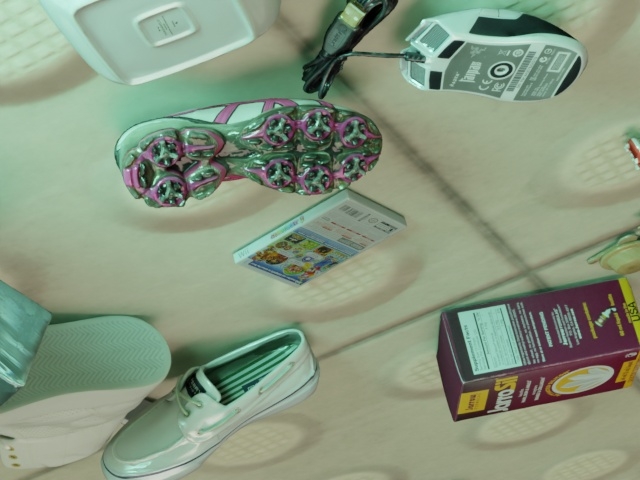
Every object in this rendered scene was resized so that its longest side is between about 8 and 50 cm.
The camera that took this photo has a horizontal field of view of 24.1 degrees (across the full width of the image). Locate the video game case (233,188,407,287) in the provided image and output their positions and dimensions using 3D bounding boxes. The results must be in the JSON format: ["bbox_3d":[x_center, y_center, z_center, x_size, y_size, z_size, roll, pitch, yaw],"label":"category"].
[{"bbox_3d":[0.000,0.000,1.257,0.122,0.011,0.087,-30,149,27],"label":"video game case"}]

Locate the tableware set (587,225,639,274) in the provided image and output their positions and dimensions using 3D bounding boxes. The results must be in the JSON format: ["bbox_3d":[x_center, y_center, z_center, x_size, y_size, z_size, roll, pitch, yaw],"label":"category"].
[{"bbox_3d":[0.341,0.003,1.408,0.169,0.020,0.141,8,147,-37],"label":"tableware set"}]

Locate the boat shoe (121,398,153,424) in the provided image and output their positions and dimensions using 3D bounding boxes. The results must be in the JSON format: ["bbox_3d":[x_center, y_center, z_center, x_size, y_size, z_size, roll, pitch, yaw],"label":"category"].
[{"bbox_3d":[-0.176,0.175,1.474,0.035,0.035,0.100,-33,153,26],"label":"boat shoe"}]

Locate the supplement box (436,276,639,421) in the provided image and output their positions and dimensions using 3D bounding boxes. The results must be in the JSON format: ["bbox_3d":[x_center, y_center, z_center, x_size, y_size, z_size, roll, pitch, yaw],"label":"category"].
[{"bbox_3d":[0.215,0.108,1.475,0.188,0.080,0.104,-11,152,-5],"label":"supplement box"}]

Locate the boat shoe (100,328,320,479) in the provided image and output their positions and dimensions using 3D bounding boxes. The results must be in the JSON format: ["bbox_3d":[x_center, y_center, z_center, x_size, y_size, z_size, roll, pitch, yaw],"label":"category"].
[{"bbox_3d":[-0.108,0.147,1.394,0.226,0.083,0.075,-31,140,-17],"label":"boat shoe"}]

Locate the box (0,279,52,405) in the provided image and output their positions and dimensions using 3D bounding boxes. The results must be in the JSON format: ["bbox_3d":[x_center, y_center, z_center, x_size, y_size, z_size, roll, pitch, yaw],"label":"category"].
[{"bbox_3d":[-0.376,0.083,1.068,0.242,0.076,0.307,36,130,-21],"label":"box"}]

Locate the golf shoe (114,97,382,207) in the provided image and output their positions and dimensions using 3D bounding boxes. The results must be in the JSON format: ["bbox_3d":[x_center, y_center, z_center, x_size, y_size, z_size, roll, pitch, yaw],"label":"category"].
[{"bbox_3d":[-0.051,-0.071,1.049,0.186,0.086,0.067,-5,115,-14],"label":"golf shoe"}]

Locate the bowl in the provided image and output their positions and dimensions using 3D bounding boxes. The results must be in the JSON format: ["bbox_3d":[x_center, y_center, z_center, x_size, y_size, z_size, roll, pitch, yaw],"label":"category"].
[{"bbox_3d":[-0.097,-0.149,0.900,0.142,0.053,0.142,-19,150,7],"label":"bowl"}]

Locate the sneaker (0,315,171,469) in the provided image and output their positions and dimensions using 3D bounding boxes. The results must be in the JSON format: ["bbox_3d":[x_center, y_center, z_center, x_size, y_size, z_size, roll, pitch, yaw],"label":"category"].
[{"bbox_3d":[-0.290,0.145,1.290,0.293,0.108,0.169,2,145,-30],"label":"sneaker"}]

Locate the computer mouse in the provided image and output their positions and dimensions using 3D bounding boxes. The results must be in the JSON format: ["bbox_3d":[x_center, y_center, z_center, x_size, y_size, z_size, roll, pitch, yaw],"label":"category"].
[{"bbox_3d":[0.089,-0.133,1.027,0.193,0.042,0.106,4,143,-19],"label":"computer mouse"}]

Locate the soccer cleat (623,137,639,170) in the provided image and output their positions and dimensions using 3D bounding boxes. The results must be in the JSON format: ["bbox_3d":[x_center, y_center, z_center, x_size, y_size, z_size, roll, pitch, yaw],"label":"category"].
[{"bbox_3d":[0.276,-0.070,1.238,0.036,0.029,0.083,-32,151,14],"label":"soccer cleat"}]
